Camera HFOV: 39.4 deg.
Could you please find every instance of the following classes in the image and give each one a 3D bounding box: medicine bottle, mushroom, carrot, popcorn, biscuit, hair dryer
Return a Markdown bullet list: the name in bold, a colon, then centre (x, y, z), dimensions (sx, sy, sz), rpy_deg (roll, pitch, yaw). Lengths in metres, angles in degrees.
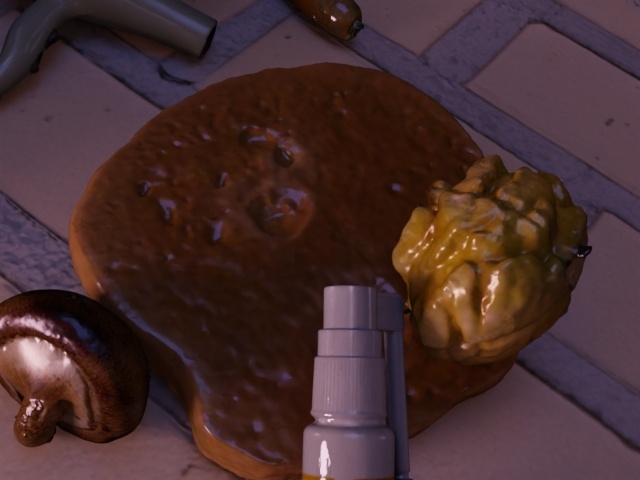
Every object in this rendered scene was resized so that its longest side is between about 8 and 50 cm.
- **medicine bottle**: centre (0.029, 0.142, 0.600), dimensions (0.092, 0.061, 0.220), rpy_deg (10, 79, -47)
- **mushroom**: centre (-0.175, 0.088, 0.614), dimensions (0.127, 0.127, 0.087), rpy_deg (25, 43, 7)
- **carrot**: centre (-0.043, -0.303, 1.004), dimensions (0.049, 0.049, 0.254), rpy_deg (-30, 61, -31)
- **popcorn**: centre (0.127, 0.015, 0.661), dimensions (0.152, 0.148, 0.167), rpy_deg (10, 24, 35)
- **biscuit**: centre (0.000, 0.001, 0.758), dimensions (0.385, 0.062, 0.365), rpy_deg (-27, 65, -30)
- **hair dryer**: centre (-0.218, -0.184, 0.863), dimensions (0.229, 0.092, 0.267), rpy_deg (9, 64, -14)
